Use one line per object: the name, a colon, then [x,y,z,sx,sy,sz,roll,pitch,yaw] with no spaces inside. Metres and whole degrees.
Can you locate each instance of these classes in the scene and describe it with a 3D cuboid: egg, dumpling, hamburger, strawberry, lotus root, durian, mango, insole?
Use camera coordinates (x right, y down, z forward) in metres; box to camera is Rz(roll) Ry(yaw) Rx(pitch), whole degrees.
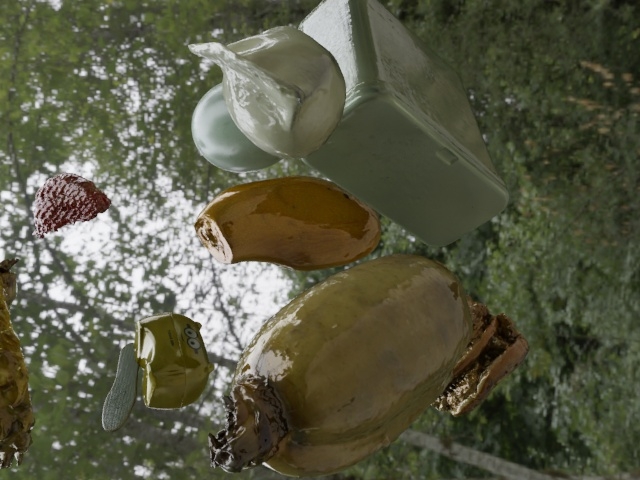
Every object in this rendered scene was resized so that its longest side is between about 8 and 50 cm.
egg: [-0.138,-0.225,1.283,0.183,0.264,0.182,3,-94,-47]
dumpling: [-0.053,-0.167,0.700,0.216,0.167,0.126,-47,-11,-53]
hamburger: [0.300,0.251,1.436,0.245,0.211,0.260,-47,-8,-9]
strawberry: [-0.574,-0.095,1.490,0.106,0.236,0.175,62,-160,-22]
lotus root: [0.020,0.113,0.606,0.343,0.152,0.169,-20,-45,-46]
durian: [-0.419,0.188,0.712,0.196,0.185,0.305,-5,-50,-39]
mango: [-0.049,-0.033,1.181,0.144,0.360,0.186,127,140,-49]
insole: [-0.381,0.280,1.277,0.004,0.064,0.188,74,-166,-50]

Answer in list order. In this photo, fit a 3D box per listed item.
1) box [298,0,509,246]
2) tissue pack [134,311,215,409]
box: [0.125,-0.216,1.128,0.352,0.177,0.343,30,-143,-34]
tissue pack: [-0.281,0.227,1.260,0.178,0.127,0.123,-119,38,-45]
